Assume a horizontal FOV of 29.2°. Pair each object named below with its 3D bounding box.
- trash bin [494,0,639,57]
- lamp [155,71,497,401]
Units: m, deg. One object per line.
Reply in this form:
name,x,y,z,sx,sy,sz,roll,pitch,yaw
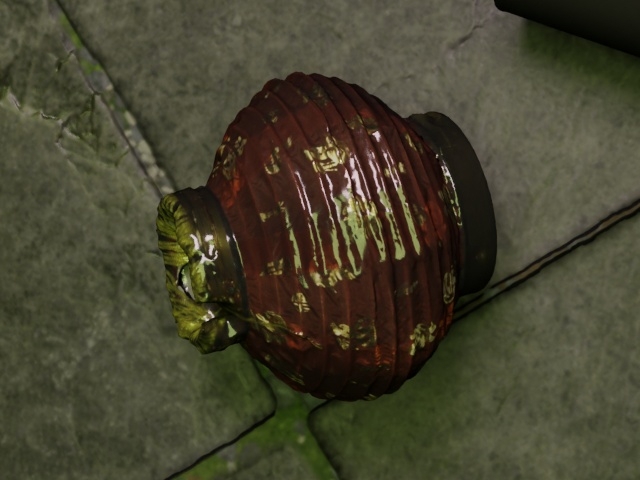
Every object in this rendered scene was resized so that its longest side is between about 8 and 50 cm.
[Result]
trash bin,0.298,-0.194,0.827,0.333,0.214,0.214,17,93,18
lamp,0.000,0.000,0.882,0.246,0.247,0.247,0,89,13
